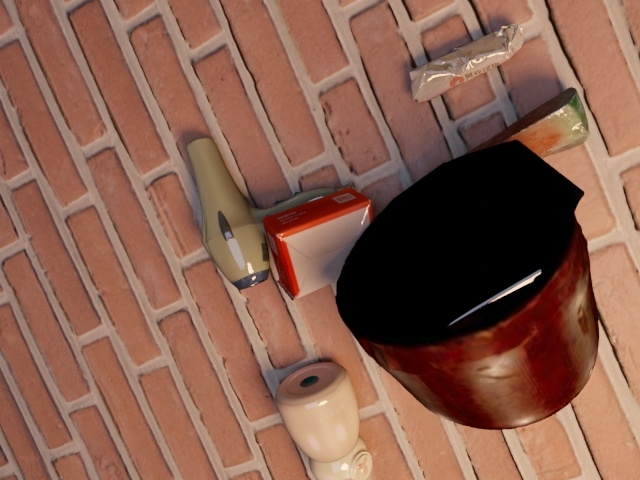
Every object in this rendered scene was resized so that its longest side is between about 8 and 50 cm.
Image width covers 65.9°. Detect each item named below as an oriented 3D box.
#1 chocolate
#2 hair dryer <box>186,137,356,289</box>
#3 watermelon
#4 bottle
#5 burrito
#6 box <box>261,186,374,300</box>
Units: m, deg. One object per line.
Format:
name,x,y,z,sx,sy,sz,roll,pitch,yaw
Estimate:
chocolate,0.250,0.102,0.739,0.383,0.384,0.331,-37,111,15
hair dryer,-0.131,-0.098,0.947,0.298,0.119,0.296,-42,83,-1
watermelon,0.318,-0.149,0.816,0.241,0.154,0.095,-28,91,29
bottle,0.017,0.369,0.945,0.147,0.147,0.237,-16,101,14
burrito,0.244,-0.302,0.838,0.203,0.064,0.064,-23,92,17
box,0.000,0.000,0.867,0.182,0.099,0.133,-23,118,-16
